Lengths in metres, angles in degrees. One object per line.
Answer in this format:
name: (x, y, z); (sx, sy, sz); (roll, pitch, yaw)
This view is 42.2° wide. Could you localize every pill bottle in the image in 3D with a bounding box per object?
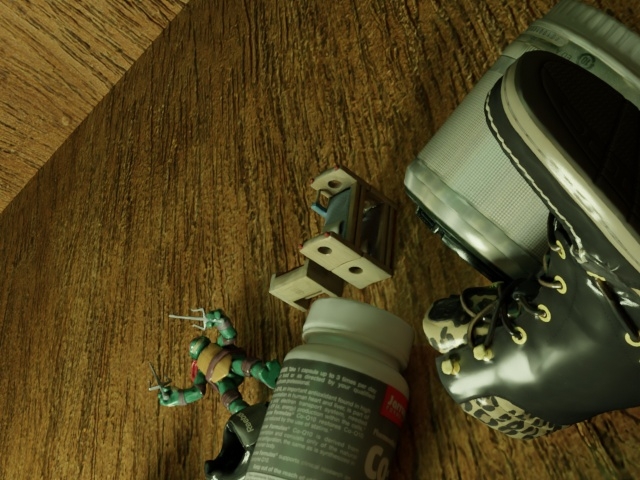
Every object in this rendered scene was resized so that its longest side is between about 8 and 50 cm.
pill bottle: (0.014, 0.222, 0.991); (0.161, 0.161, 0.283); (-9, 55, 49)

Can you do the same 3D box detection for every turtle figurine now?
turtle figurine: (-0.164, 0.192, 1.294); (0.234, 0.118, 0.175); (25, 98, 42)

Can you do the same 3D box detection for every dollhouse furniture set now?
dollhouse furniture set: (0.000, 0.000, 1.230); (0.183, 0.129, 0.129); (-25, 44, 40)

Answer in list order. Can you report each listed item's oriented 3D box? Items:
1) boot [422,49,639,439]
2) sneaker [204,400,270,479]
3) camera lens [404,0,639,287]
boot: (0.202, 0.039, 0.730); (0.284, 0.377, 0.138); (-29, 28, 44)
sneaker: (-0.068, 0.249, 1.107); (0.234, 0.106, 0.078); (-51, 38, -10)
camera lens: (0.244, -0.090, 0.903); (0.274, 0.219, 0.219); (-51, 33, 10)
